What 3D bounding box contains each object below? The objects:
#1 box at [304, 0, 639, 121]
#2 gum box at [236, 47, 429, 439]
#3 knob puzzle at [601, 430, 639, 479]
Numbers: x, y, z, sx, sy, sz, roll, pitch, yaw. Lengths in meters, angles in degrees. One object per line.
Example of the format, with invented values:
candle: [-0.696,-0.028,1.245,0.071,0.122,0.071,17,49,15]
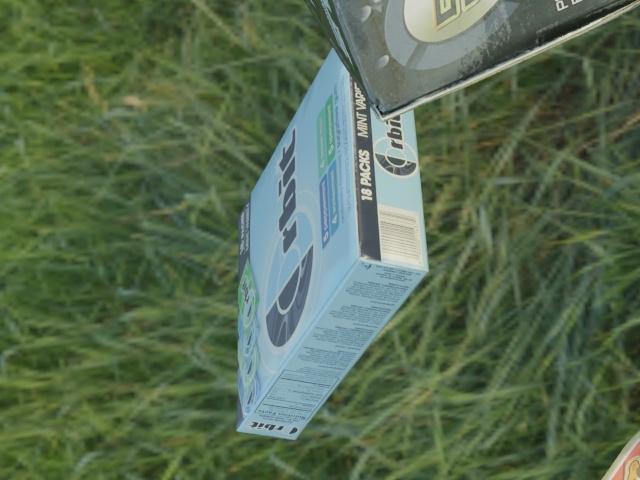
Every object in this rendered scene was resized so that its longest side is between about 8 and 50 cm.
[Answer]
box: [0.001,-0.146,0.340,0.147,0.077,0.180,-117,3,-52]
gum box: [0.000,0.000,0.784,0.184,0.041,0.157,124,151,-48]
knob puzzle: [0.316,0.190,1.150,0.213,0.213,0.030,15,144,49]
